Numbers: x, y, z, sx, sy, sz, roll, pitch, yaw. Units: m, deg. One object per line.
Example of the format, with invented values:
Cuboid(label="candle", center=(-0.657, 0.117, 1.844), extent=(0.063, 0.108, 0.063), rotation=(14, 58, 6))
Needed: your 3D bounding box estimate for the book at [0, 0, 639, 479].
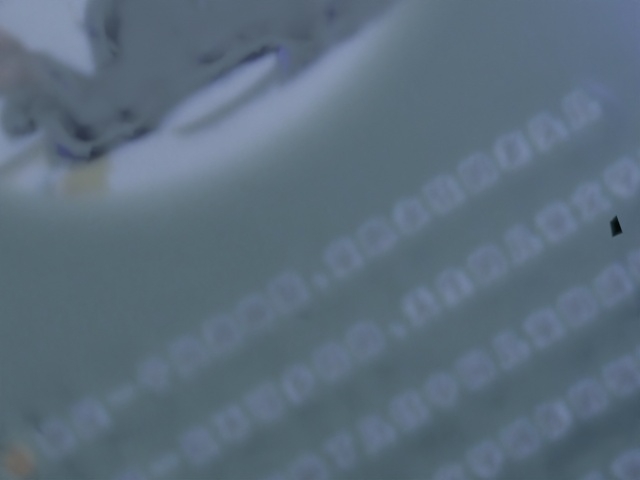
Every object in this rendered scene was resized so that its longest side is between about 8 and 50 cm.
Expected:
Cuboid(label="book", center=(0.000, 0.000, 0.405), extent=(0.260, 0.043, 0.371), rotation=(-31, 88, 2))
